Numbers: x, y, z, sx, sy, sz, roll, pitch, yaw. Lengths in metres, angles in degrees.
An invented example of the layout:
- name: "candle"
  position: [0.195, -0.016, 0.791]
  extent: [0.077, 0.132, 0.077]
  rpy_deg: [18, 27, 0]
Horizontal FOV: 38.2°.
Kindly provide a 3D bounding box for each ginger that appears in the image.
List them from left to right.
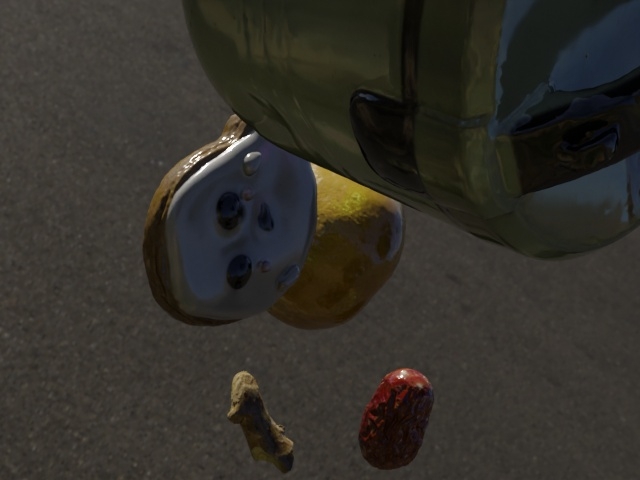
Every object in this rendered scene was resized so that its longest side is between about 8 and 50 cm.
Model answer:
- name: "ginger"
  position: [-0.080, 0.233, 1.174]
  extent: [0.137, 0.057, 0.044]
  rpy_deg: [62, -8, 1]

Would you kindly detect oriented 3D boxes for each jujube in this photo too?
- name: "jujube"
  position: [0.128, 0.299, 1.555]
  extent: [0.109, 0.176, 0.112]
  rpy_deg: [19, 16, 8]

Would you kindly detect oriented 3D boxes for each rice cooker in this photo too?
- name: "rice cooker"
  position: [0.076, -0.113, 0.410]
  extent: [0.226, 0.226, 0.244]
  rpy_deg: [8, 12, -45]

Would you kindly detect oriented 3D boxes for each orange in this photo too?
- name: "orange"
  position: [0.000, 0.000, 1.431]
  extent: [0.235, 0.279, 0.279]
  rpy_deg: [35, 22, -10]

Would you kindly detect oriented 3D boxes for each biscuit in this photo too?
- name: "biscuit"
  position: [-0.071, -0.012, 0.845]
  extent: [0.049, 0.181, 0.208]
  rpy_deg: [9, 39, 37]
